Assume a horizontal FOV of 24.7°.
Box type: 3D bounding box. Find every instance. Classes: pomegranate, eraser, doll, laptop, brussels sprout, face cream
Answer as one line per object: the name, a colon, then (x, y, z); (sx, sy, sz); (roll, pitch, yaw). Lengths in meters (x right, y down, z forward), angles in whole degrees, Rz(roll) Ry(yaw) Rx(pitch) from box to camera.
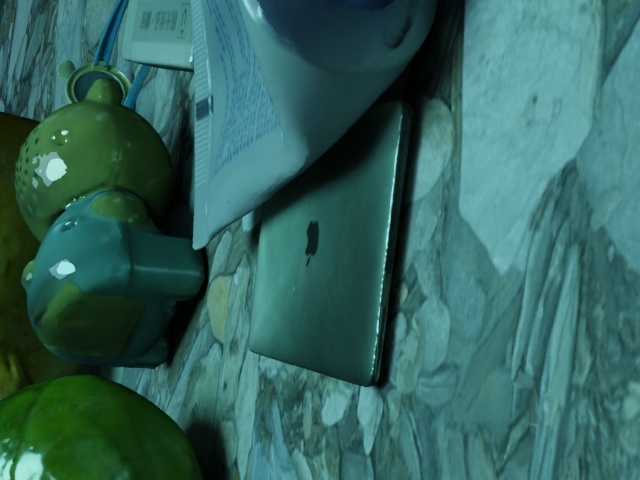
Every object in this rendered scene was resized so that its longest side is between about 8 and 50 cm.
pomegranate: (-0.405, 0.044, 1.643); (0.410, 0.410, 0.410); (-172, 90, -70)
eraser: (-0.122, -0.203, 1.384); (0.352, 0.061, 0.089); (-160, 80, -68)
doll: (-0.216, -0.018, 1.434); (0.177, 0.161, 0.261); (117, 150, -45)
laptop: (0.000, 0.000, 1.055); (0.269, 0.015, 0.188); (-178, 95, -70)
brussels sprout: (-0.208, 0.233, 1.244); (0.244, 0.244, 0.244); (-172, 90, -70)
face cream: (-0.040, -0.144, 1.051); (0.420, 0.137, 0.235); (152, 116, -67)

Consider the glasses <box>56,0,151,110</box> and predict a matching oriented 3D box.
glasses: (-0.199, -0.192, 1.631); (0.220, 0.088, 0.190); (-44, 38, 29)
